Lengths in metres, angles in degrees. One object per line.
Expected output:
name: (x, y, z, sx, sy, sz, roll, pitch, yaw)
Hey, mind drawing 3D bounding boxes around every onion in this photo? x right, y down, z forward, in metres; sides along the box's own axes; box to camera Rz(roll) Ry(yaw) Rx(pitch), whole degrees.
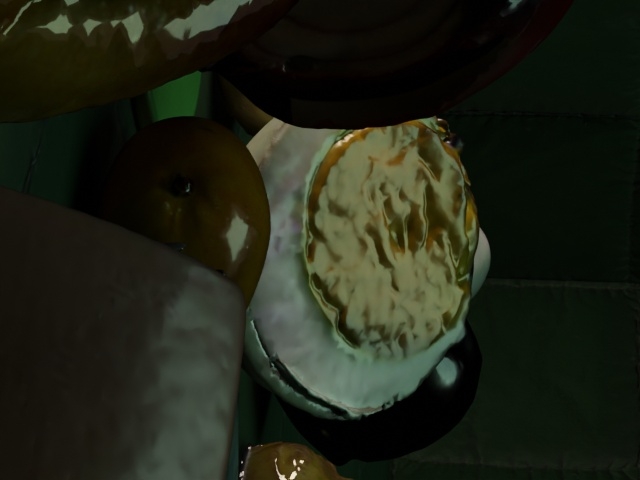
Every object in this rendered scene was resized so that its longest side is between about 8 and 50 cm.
onion: (0.030, -0.258, 1.235, 0.341, 0.341, 0.341, 2, 90, -84)

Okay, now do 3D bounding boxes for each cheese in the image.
cheese: (-0.157, 0.042, 0.673, 0.177, 0.203, 0.128, 38, 52, -43)

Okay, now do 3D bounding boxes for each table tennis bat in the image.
table tennis bat: (-0.102, -0.172, 1.423, 0.257, 0.039, 0.160, -70, 161, -54)

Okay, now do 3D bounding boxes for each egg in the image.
egg: (-0.004, 0.001, 1.656, 0.174, 0.264, 0.286, 10, -87, 51)

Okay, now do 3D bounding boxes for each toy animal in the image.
toy animal: (0.052, 0.052, 1.990, 0.251, 0.251, 0.310, -79, 162, -56)

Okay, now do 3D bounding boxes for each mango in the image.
mango: (-0.091, -0.009, 1.260, 0.219, 0.112, 0.145, -133, -136, -82)

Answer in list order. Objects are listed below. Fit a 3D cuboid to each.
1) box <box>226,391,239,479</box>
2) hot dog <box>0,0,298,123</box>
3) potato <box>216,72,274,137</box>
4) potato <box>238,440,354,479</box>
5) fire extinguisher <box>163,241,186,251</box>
box: (-0.101, 0.216, 1.507, 0.285, 0.044, 0.142, -76, 170, -61)
hot dog: (-0.073, -0.197, 0.824, 0.405, 0.223, 0.185, -78, 165, -61)
potato: (-0.048, -0.162, 1.715, 0.200, 0.081, 0.164, 46, 55, -77)
potato: (0.012, 0.352, 1.898, 0.246, 0.196, 0.300, 70, 21, -77)
fire extinguisher: (-0.114, 0.125, 1.060, 0.105, 0.104, 0.269, -71, 162, -69)
